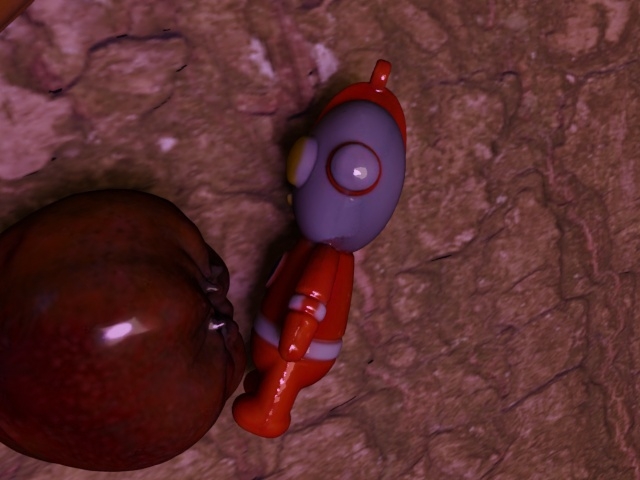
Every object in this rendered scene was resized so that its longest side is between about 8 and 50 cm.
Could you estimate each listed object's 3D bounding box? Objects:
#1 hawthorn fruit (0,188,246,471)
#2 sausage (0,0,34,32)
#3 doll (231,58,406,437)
[{"bbox_3d":[-0.185,0.080,0.480,0.248,0.208,0.208,-21,116,4],"label":"hawthorn fruit"},{"bbox_3d":[-0.233,-0.211,0.404,0.134,0.116,0.354,41,80,-18],"label":"sausage"},{"bbox_3d":[0.000,0.000,0.565,0.105,0.200,0.337,20,95,0],"label":"doll"}]
